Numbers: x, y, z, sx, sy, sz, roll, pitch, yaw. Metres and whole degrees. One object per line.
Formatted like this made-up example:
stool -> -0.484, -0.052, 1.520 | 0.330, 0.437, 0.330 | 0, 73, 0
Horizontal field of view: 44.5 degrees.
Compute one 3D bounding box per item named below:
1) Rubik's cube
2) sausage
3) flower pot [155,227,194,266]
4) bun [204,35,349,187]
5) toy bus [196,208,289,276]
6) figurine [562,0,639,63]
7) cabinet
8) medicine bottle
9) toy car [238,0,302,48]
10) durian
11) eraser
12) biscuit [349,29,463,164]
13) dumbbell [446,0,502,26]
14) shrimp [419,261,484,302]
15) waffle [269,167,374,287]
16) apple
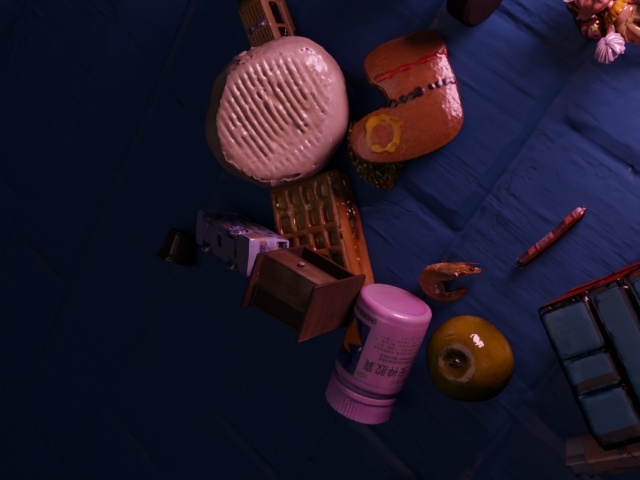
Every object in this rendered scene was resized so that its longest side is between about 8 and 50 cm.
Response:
Rubik's cube -> 0.610, 0.185, 1.437 | 0.283, 0.293, 0.289 | -27, 79, 36
sausage -> 0.486, -0.006, 1.651 | 0.198, 0.025, 0.028 | -47, 55, 29
flower pot -> -0.402, 0.016, 2.219 | 0.111, 0.111, 0.089 | 20, 92, 30
bun -> -0.104, -0.303, 1.853 | 0.359, 0.211, 0.360 | -3, 111, -7
toy bus -> -0.208, -0.002, 1.993 | 0.329, 0.135, 0.109 | 27, 118, 56
figurine -> 0.571, -0.429, 1.484 | 0.240, 0.115, 0.175 | 42, 119, 16
cabinet -> -0.036, 0.112, 1.790 | 0.174, 0.215, 0.148 | 29, 111, 29
medicine bottle -> 0.132, 0.264, 1.833 | 0.178, 0.178, 0.291 | 30, 111, 28
toy car -> -0.134, -0.550, 1.939 | 0.101, 0.124, 0.257 | -24, 84, 33
durian -> 0.134, -0.214, 1.806 | 0.108, 0.119, 0.187 | -25, 81, 38
eraser -> 0.643, 0.400, 1.522 | 0.290, 0.171, 0.087 | -21, 60, 34
biscuit -> 0.175, -0.315, 1.737 | 0.262, 0.052, 0.277 | -13, 87, 6
dumbbell -> 0.276, -0.567, 1.641 | 0.218, 0.152, 0.153 | 43, 117, 22
shrimp -> 0.299, 0.095, 1.779 | 0.162, 0.045, 0.095 | -8, 92, 33
waffle -> 0.000, 0.000, 1.941 | 0.224, 0.098, 0.328 | -14, 87, 33
apple -> 0.322, 0.263, 1.720 | 0.196, 0.157, 0.197 | -1, 88, 30
